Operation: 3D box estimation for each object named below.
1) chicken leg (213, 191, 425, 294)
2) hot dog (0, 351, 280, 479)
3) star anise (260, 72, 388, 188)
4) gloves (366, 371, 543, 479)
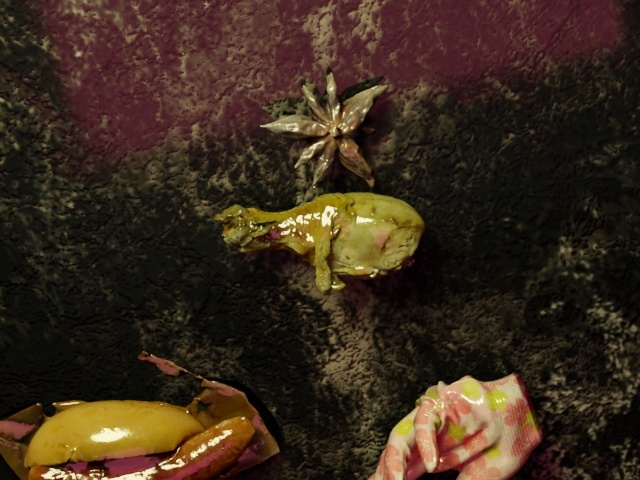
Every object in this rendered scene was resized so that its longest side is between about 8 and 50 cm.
[{"bbox_3d":[0.000,0.000,1.128,0.228,0.088,0.103,-4,130,-3],"label":"chicken leg"},{"bbox_3d":[-0.220,0.250,1.211,0.326,0.107,0.194,-20,113,4],"label":"hot dog"},{"bbox_3d":[0.000,-0.115,1.090,0.129,0.056,0.124,6,102,-9],"label":"star anise"},{"bbox_3d":[0.140,0.249,1.229,0.241,0.126,0.145,-21,139,2],"label":"gloves"}]
